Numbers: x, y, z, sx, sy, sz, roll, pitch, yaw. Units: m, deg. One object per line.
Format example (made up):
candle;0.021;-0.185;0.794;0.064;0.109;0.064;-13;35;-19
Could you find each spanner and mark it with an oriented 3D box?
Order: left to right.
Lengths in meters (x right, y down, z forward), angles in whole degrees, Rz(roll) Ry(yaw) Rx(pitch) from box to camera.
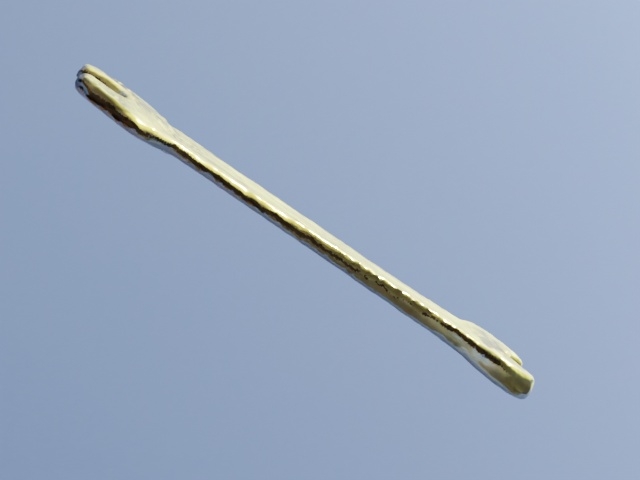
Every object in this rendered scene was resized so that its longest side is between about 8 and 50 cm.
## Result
spanner;0.000;0.000;0.753;0.302;0.071;0.017;35;-84;-26
